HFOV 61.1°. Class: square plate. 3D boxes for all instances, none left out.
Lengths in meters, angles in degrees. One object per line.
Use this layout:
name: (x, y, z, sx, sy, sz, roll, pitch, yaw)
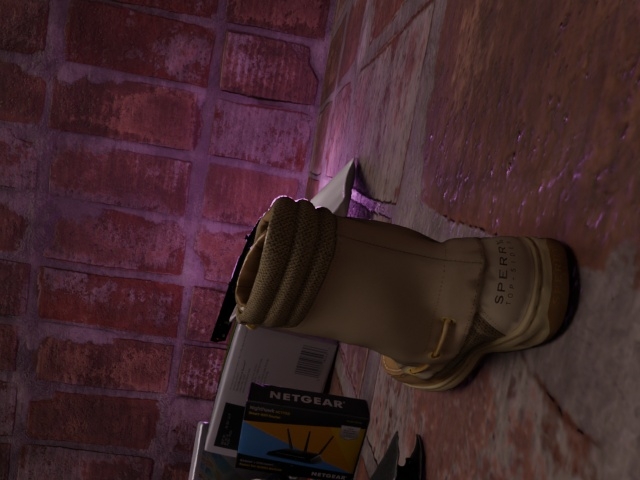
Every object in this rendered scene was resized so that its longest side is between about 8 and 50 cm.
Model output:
square plate: (-0.039, -0.006, 1.172, 0.347, 0.049, 0.344, -46, 10, 21)

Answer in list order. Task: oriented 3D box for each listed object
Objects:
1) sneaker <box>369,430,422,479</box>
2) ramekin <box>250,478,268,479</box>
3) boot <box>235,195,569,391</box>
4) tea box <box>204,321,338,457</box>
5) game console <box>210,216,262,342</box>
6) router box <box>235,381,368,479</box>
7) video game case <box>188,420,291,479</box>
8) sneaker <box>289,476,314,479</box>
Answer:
sneaker: (0.067, 0.287, 0.547, 0.089, 0.051, 0.170, -97, 21, -68)
ramekin: (-0.159, 0.625, 1.126, 0.273, 0.127, 0.273, -39, 6, 4)
boot: (0.034, 0.053, 0.431, 0.262, 0.203, 0.095, 117, 161, -67)
tea box: (-0.117, 0.292, 1.298, 0.323, 0.219, 0.329, -104, 30, -72)
game console: (-0.197, 0.080, 1.337, 0.213, 0.043, 0.361, -80, 12, -47)
router box: (-0.030, 0.290, 0.812, 0.046, 0.178, 0.133, -91, 11, -66)
video game case: (-0.183, 0.619, 1.317, 0.036, 0.299, 0.329, -12, 67, 53)
sneaker: (-0.035, 0.457, 1.157, 0.061, 0.064, 0.158, -102, 21, -73)
